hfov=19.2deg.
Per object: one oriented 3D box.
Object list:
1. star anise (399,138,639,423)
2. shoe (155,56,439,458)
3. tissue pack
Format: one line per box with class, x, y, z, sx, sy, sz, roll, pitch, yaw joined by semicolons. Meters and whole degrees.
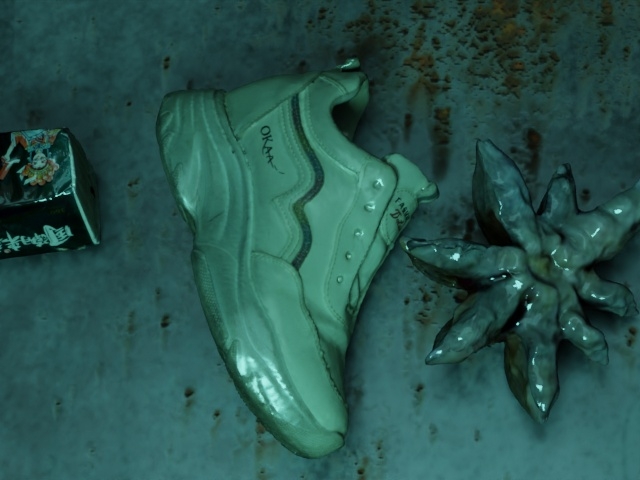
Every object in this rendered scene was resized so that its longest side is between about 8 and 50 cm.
star anise;0.172;0.023;1.536;0.236;0.093;0.229;-25;85;-13
shoe;0.000;0.000;1.552;0.210;0.132;0.342;-19;66;3
tissue pack;-0.281;-0.036;1.617;0.170;0.103;0.090;-9;63;3
